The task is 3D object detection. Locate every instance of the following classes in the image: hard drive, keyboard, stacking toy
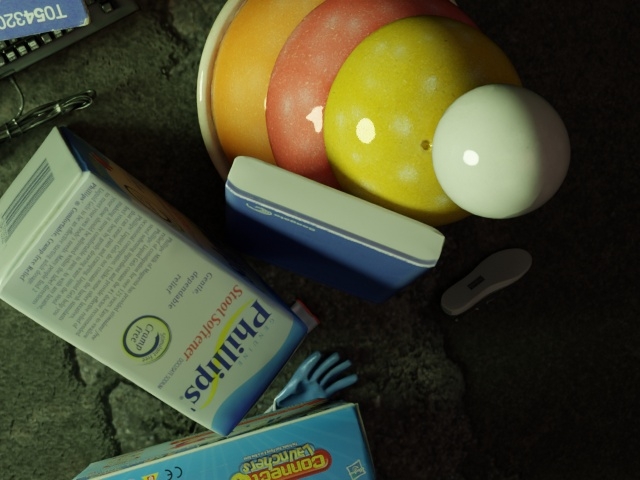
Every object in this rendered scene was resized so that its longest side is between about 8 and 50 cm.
[{"bbox_3d":[0.000,0.000,1.122,0.210,0.319,0.040,21,79,-1],"label":"hard drive"},{"bbox_3d":[-0.339,-0.188,1.102,0.317,0.033,0.202,-27,123,1],"label":"keyboard"},{"bbox_3d":[0.086,-0.121,1.055,0.350,0.480,0.351,-5,107,-17],"label":"stacking toy"}]

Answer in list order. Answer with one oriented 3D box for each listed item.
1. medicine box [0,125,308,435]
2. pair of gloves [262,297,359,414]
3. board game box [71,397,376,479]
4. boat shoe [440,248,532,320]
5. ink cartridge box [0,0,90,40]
[{"bbox_3d":[-0.195,0.036,1.120,0.289,0.263,0.149,37,91,-25],"label":"medicine box"},{"bbox_3d":[-0.048,0.169,1.345,0.159,0.023,0.198,-38,115,-6],"label":"pair of gloves"},{"bbox_3d":[-0.115,0.262,1.177,0.308,0.302,0.086,-15,84,-8],"label":"board game box"},{"bbox_3d":[0.221,0.059,1.399,0.142,0.049,0.040,-31,146,-11],"label":"boat shoe"},{"bbox_3d":[-0.407,-0.305,0.912,0.324,0.071,0.330,-9,119,10],"label":"ink cartridge box"}]
